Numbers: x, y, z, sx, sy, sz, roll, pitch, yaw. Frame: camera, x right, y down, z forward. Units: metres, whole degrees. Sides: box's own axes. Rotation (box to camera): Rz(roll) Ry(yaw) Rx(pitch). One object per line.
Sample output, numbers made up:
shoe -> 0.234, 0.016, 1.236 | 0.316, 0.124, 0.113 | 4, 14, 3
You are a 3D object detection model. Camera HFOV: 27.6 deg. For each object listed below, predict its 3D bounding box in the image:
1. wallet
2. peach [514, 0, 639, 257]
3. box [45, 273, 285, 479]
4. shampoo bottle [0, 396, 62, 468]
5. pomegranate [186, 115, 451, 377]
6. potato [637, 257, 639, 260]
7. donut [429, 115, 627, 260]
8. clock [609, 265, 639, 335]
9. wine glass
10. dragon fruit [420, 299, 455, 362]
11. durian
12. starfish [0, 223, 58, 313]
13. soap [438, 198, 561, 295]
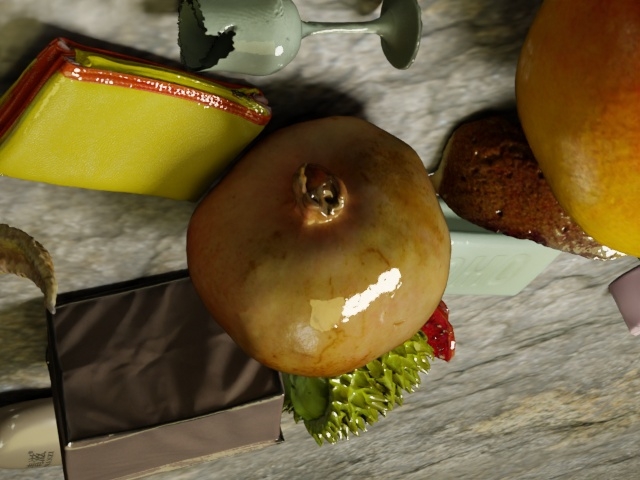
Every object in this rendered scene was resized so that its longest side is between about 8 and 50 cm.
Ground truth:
wallet -> -0.169, -0.106, 1.149 | 0.241, 0.067, 0.141 | 9, 137, -46
peach -> 0.315, -0.130, 1.150 | 0.289, 0.289, 0.308 | -22, 156, 7
box -> -0.175, 0.151, 1.451 | 0.252, 0.188, 0.153 | -9, 150, -11
shampoo bottle -> -0.324, 0.236, 1.620 | 0.257, 0.078, 0.127 | -3, 148, -23
pomegranate -> 0.000, 0.000, 1.237 | 0.252, 0.229, 0.270 | -20, 154, -13
potato -> 0.403, -0.028, 1.503 | 0.157, 0.157, 0.194 | -5, 177, -21
donut -> 0.268, -0.066, 1.349 | 0.295, 0.151, 0.112 | -10, 141, -1
clock -> 0.541, 0.041, 1.764 | 0.290, 0.080, 0.275 | -26, 150, 15
wine glass -> -0.019, -0.177, 1.085 | 0.195, 0.079, 0.079 | -6, 149, -22
dragon fruit -> 0.094, 0.078, 1.583 | 0.162, 0.083, 0.106 | 16, -170, 2
durian -> 0.026, 0.142, 1.533 | 0.157, 0.169, 0.355 | -35, 172, -21
starfish -> -0.426, 0.026, 1.159 | 0.398, 0.132, 0.384 | -9, 151, 11
soap -> 0.171, 0.010, 1.520 | 0.198, 0.066, 0.119 | 3, 143, -32
